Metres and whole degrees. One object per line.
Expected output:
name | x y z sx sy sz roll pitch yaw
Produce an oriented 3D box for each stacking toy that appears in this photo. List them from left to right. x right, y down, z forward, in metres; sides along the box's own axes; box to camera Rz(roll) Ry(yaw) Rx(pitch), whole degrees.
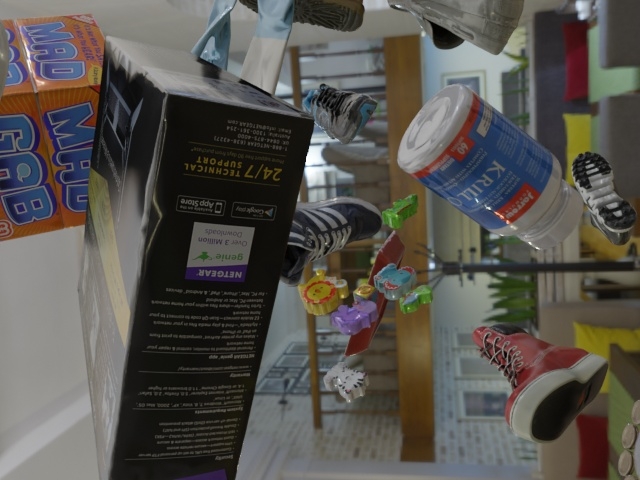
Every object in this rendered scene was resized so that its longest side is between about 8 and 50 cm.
stacking toy | 0.071 0.069 0.770 0.221 0.052 0.167 -40 -47 -32

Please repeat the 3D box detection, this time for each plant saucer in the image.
plant saucer | 0.136 0.124 1.475 0.259 0.047 0.259 -37 -35 -71

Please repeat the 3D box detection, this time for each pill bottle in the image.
pill bottle | 0.215 -0.082 0.779 0.124 0.221 0.124 -50 19 25

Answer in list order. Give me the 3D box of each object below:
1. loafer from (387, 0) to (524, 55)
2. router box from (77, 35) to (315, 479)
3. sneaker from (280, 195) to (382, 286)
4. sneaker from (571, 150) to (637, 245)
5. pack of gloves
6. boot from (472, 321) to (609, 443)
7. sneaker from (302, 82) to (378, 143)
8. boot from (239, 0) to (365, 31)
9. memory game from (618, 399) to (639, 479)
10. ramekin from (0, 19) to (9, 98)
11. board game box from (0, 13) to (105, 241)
loafer | 0.202 -0.375 1.042 0.319 0.112 0.112 -135 51 -58
router box | -0.119 -0.008 0.463 0.309 0.080 0.243 45 125 58
sneaker | 0.000 0.000 1.094 0.153 0.282 0.099 -117 37 -46
sneaker | 0.578 -0.081 1.298 0.106 0.078 0.234 62 -165 -46
pack of gloves | -0.101 -0.281 0.775 0.046 0.195 0.232 11 -81 -42
boot | 0.257 0.175 0.839 0.244 0.176 0.089 -7 -67 -50
sneaker | 0.037 -0.335 1.632 0.125 0.139 0.341 -52 16 -5
boot | -0.021 -0.494 1.051 0.089 0.236 0.270 143 136 -64
memory game | 0.448 0.280 0.839 0.186 0.012 0.186 15 -90 -87
ramekin | -0.507 -0.188 0.737 0.273 0.127 0.273 -60 2 3
board game box | -0.648 -0.268 1.450 0.356 0.356 0.357 55 150 39
